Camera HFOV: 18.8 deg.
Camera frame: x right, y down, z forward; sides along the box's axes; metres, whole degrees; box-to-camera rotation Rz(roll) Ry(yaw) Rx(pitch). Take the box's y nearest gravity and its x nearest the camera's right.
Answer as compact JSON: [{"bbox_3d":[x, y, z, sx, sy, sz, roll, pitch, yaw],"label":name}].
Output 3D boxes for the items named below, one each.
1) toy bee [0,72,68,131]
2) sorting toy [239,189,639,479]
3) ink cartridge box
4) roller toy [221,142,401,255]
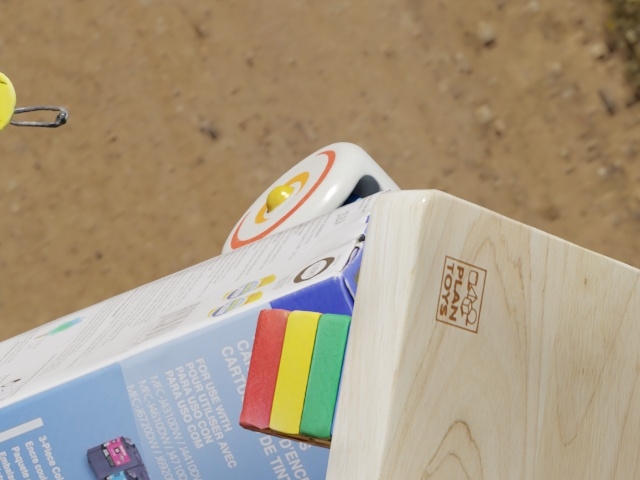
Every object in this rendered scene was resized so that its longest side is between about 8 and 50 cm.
[{"bbox_3d":[-0.335,-0.139,1.625,0.298,0.195,0.162,-76,164,-68],"label":"toy bee"},{"bbox_3d":[0.064,0.134,0.740,0.255,0.089,0.257,19,77,-47],"label":"sorting toy"},{"bbox_3d":[-0.059,0.099,1.302,0.151,0.395,0.270,65,13,-8],"label":"ink cartridge box"},{"bbox_3d":[0.000,0.000,1.959,0.146,0.191,0.209,47,13,-15],"label":"roller toy"}]
